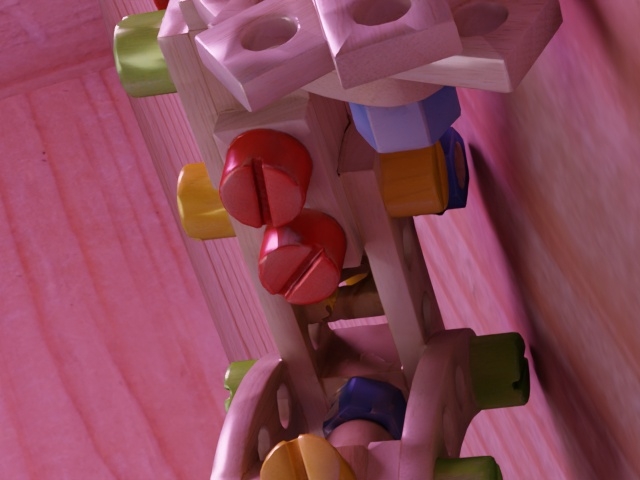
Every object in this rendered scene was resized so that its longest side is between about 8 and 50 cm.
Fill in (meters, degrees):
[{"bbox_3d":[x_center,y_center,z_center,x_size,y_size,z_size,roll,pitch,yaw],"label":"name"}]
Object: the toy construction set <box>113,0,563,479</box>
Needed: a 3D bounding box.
[{"bbox_3d":[0.000,0.000,0.682,0.215,0.151,0.327,-78,-9,-48],"label":"toy construction set"}]
